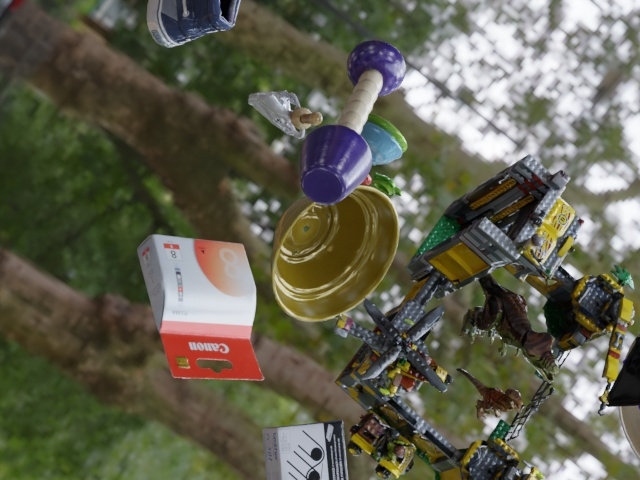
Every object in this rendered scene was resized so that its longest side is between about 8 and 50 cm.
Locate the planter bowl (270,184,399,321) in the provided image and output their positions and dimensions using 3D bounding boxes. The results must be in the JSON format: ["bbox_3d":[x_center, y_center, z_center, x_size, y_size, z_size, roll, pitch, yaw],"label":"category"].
[{"bbox_3d":[0.000,0.000,2.113,0.217,0.217,0.090,-53,-134,3],"label":"planter bowl"}]

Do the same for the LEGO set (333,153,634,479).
[{"bbox_3d":[0.177,0.084,1.393,0.331,0.255,0.192,-43,-176,-27],"label":"LEGO set"}]

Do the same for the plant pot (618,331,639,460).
[{"bbox_3d":[0.550,0.194,2.058,0.284,0.284,0.191,-50,180,13],"label":"plant pot"}]

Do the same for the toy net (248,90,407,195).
[{"bbox_3d":[0.011,-0.138,1.893,0.045,0.232,0.122,-53,150,-16],"label":"toy net"}]

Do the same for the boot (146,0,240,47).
[{"bbox_3d":[-0.112,-0.281,1.469,0.086,0.069,0.190,-8,-114,30],"label":"boot"}]

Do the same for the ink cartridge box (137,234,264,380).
[{"bbox_3d":[-0.138,0.081,1.816,0.045,0.145,0.179,-43,-125,36],"label":"ink cartridge box"}]

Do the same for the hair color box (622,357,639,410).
[{"bbox_3d":[0.487,0.209,1.587,0.110,0.338,0.185,-37,-126,34],"label":"hair color box"}]

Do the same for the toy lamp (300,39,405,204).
[{"bbox_3d":[0.034,-0.130,1.619,0.080,0.080,0.275,-43,-165,34],"label":"toy lamp"}]

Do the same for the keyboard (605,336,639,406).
[{"bbox_3d":[0.333,0.104,1.324,0.108,0.023,0.180,-57,-162,-22],"label":"keyboard"}]

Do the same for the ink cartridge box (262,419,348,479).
[{"bbox_3d":[-0.013,0.335,1.874,0.046,0.097,0.207,-15,-101,59],"label":"ink cartridge box"}]
